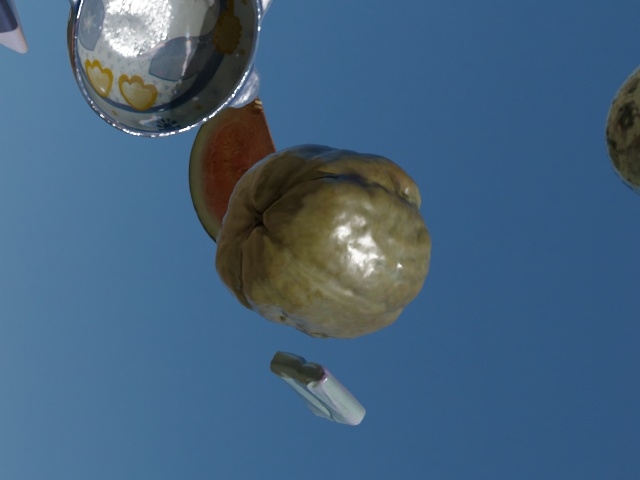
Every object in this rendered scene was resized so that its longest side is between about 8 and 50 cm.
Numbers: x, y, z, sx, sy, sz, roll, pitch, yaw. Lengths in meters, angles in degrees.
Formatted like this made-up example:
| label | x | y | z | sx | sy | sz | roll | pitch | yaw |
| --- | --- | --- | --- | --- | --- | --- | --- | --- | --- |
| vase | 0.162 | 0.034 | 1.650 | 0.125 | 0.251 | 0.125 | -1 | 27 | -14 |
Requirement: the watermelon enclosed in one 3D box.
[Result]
| label | x | y | z | sx | sy | sz | roll | pitch | yaw |
| --- | --- | --- | --- | --- | --- | --- | --- | --- | --- |
| watermelon | -0.143 | -0.087 | 2.215 | 0.159 | 0.128 | 0.303 | 130 | -48 | -65 |

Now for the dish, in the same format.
| label | x | y | z | sx | sy | sz | roll | pitch | yaw |
| --- | --- | --- | --- | --- | --- | --- | --- | --- | --- |
| dish | -0.157 | -0.218 | 1.366 | 0.086 | 0.228 | 0.236 | 36 | -20 | 47 |

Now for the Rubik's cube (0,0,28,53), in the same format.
| label | x | y | z | sx | sy | sz | roll | pitch | yaw |
| --- | --- | --- | --- | --- | --- | --- | --- | --- | --- |
| Rubik's cube | -0.505 | -0.318 | 1.470 | 0.387 | 0.368 | 0.358 | -36 | -126 | 23 |

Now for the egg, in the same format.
| label | x | y | z | sx | sy | sz | roll | pitch | yaw |
| --- | --- | --- | --- | --- | --- | --- | --- | --- | --- |
| egg | 0.341 | -0.118 | 1.307 | 0.172 | 0.132 | 0.132 | -61 | -148 | 11 |

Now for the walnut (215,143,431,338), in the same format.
| label | x | y | z | sx | sy | sz | roll | pitch | yaw |
| --- | --- | --- | --- | --- | --- | --- | --- | --- | --- |
| walnut | 0.000 | 0.000 | 1.657 | 0.227 | 0.283 | 0.283 | 61 | -37 | 28 |

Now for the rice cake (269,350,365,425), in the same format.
| label | x | y | z | sx | sy | sz | roll | pitch | yaw |
| --- | --- | --- | --- | --- | --- | --- | --- | --- | --- |
| rice cake | 0.002 | 0.201 | 1.866 | 0.042 | 0.080 | 0.221 | -69 | 158 | -16 |
